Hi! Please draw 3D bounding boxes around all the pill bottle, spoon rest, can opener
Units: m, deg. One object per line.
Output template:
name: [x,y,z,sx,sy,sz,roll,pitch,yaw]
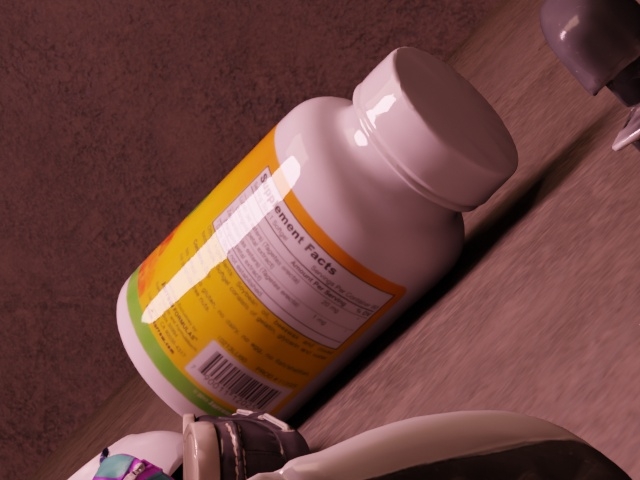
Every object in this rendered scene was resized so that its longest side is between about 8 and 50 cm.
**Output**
pill bottle: [0.000,0.000,1.146,0.245,0.136,0.136,-44,5,26]
spoon rest: [-0.181,0.220,1.395,0.137,0.084,0.276,-42,-8,34]
can opener: [0.171,-0.122,0.886,0.076,0.095,0.283,-43,5,29]

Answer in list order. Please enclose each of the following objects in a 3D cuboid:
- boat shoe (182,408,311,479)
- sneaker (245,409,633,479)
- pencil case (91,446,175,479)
boat shoe: [-0.042,0.128,1.024,0.065,0.075,0.206,-3,-7,-6]
sneaker: [-0.039,0.144,0.434,0.292,0.110,0.118,-45,-5,10]
pencil case: [-0.154,0.203,1.231,0.152,0.064,0.070,-51,-19,-46]
